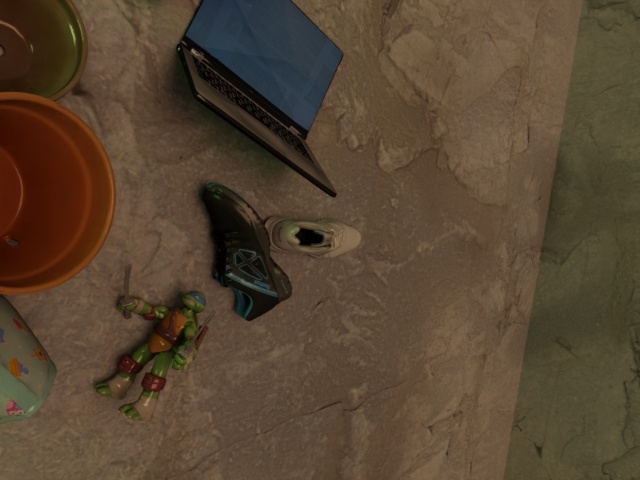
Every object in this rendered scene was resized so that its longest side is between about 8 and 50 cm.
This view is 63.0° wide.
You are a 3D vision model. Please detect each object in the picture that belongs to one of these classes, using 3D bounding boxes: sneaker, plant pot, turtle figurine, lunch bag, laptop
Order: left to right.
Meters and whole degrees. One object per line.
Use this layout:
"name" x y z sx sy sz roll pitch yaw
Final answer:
"lunch bag" -0.543 0.160 0.805 0.160 0.262 0.224 -42 122 -27
"plant pot" -0.502 -0.074 0.807 0.290 0.203 0.291 -15 108 -56
"plant pot" -0.513 -0.321 0.840 0.237 0.109 0.238 3 85 -40
"turtle figurine" -0.343 0.200 1.027 0.197 0.274 0.266 30 81 -4
"sneaker" -0.183 0.032 1.174 0.139 0.125 0.341 -38 117 -24
"laptop" -0.081 -0.366 1.130 0.236 0.408 0.381 -45 130 16
"sneaker" 0.000 0.000 1.317 0.297 0.129 0.111 -1 96 -41
